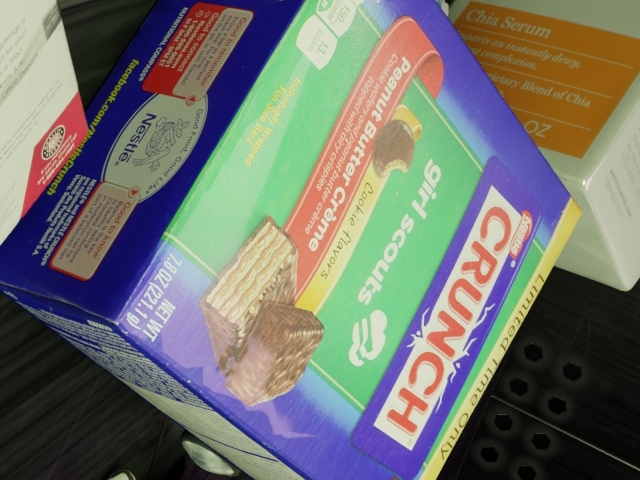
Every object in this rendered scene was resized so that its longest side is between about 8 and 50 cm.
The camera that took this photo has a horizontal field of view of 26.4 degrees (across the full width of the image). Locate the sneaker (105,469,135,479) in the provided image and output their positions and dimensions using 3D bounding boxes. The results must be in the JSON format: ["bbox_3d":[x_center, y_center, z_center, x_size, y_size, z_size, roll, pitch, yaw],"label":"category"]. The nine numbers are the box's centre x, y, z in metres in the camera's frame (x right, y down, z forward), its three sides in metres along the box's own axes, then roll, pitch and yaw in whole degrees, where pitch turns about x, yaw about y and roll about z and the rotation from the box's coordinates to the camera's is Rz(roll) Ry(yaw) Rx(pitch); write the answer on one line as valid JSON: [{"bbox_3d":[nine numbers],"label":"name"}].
[{"bbox_3d":[-0.163,0.200,1.003,0.083,0.032,0.037,-55,163,-32],"label":"sneaker"}]

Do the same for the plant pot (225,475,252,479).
[{"bbox_3d":[-0.092,0.322,1.066,0.195,0.290,0.290,10,109,-37],"label":"plant pot"}]

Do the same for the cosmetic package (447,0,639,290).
[{"bbox_3d":[0.274,-0.202,1.216,0.453,0.230,0.161,-54,139,-18],"label":"cosmetic package"}]

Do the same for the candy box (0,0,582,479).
[{"bbox_3d":[0.000,0.000,0.824,0.268,0.122,0.317,-60,139,-15],"label":"candy box"}]

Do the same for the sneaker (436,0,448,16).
[{"bbox_3d":[0.071,-0.208,1.083,0.083,0.071,0.191,9,105,-61],"label":"sneaker"}]

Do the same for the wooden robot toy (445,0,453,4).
[{"bbox_3d":[0.138,-0.201,1.327,0.079,0.076,0.173,-30,151,25],"label":"wooden robot toy"}]

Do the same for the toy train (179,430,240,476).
[{"bbox_3d":[-0.013,0.012,1.020,0.334,0.142,0.190,-58,154,-22],"label":"toy train"}]

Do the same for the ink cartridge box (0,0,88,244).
[{"bbox_3d":[-0.156,-0.061,0.539,0.109,0.063,0.150,-56,163,-27],"label":"ink cartridge box"}]
